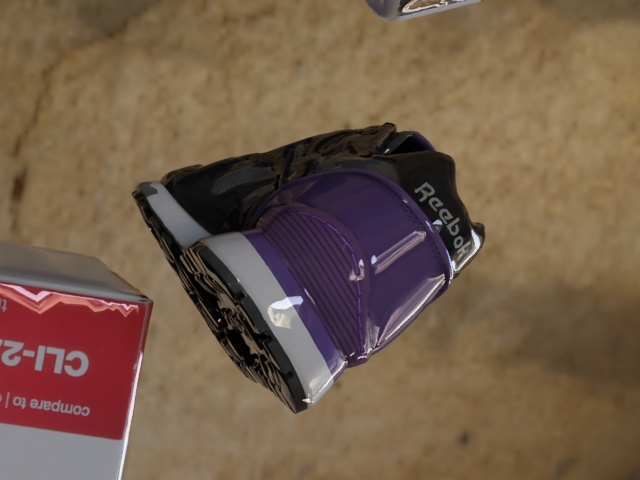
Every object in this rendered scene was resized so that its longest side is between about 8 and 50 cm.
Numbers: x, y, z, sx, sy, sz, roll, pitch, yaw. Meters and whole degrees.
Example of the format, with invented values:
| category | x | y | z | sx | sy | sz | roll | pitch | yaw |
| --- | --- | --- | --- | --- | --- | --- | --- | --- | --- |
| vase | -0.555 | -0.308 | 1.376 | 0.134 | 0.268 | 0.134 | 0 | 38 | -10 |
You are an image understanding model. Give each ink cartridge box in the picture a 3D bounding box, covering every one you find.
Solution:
| category | x | y | z | sx | sy | sz | roll | pitch | yaw |
| --- | --- | --- | --- | --- | --- | --- | --- | --- | --- |
| ink cartridge box | -0.170 | 0.141 | 0.943 | 0.114 | 0.273 | 0.197 | 9 | 3 | -15 |

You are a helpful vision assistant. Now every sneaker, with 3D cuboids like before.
| category | x | y | z | sx | sy | sz | roll | pitch | yaw |
| --- | --- | --- | --- | --- | --- | --- | --- | --- | --- |
| sneaker | 0.000 | 0.000 | 0.933 | 0.107 | 0.124 | 0.283 | 60 | -8 | -15 |

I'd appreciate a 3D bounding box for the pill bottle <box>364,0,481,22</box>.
| category | x | y | z | sx | sy | sz | roll | pitch | yaw |
| --- | --- | --- | --- | --- | --- | --- | --- | --- | --- |
| pill bottle | 0.145 | -0.244 | 1.425 | 0.246 | 0.130 | 0.130 | -15 | -13 | -12 |
